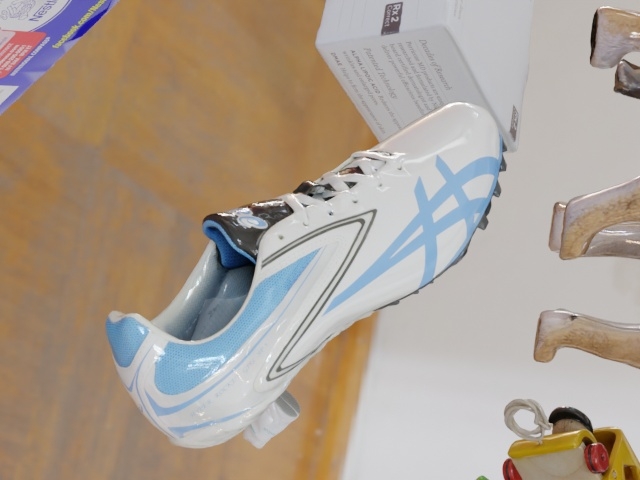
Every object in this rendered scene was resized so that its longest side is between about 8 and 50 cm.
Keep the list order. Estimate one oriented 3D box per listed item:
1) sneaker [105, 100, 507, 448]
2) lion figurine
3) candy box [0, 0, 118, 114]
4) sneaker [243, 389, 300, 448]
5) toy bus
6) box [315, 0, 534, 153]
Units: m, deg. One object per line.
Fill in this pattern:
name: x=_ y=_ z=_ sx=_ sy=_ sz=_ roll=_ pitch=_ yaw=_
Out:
sneaker: x=0.000 y=0.000 z=0.768 sx=0.237 sy=0.085 sz=0.086 roll=-41 pitch=119 yaw=-23
lion figurine: x=0.254 y=0.002 z=0.912 sx=0.392 sy=0.240 sz=0.142 roll=78 pitch=21 yaw=-71
candy box: x=-0.253 y=-0.274 z=1.082 sx=0.122 sy=0.268 sz=0.317 roll=-2 pitch=65 yaw=-46
sneaker: x=-0.067 y=0.144 z=1.563 sx=0.053 sy=0.152 sz=0.061 roll=33 pitch=106 yaw=-26
toy bus: x=0.249 y=0.220 z=1.499 sx=0.104 sy=0.191 sz=0.202 roll=-56 pitch=168 yaw=-49
box: x=0.095 y=-0.189 z=1.358 sx=0.182 sy=0.119 sz=0.181 roll=52 pitch=40 yaw=-48
